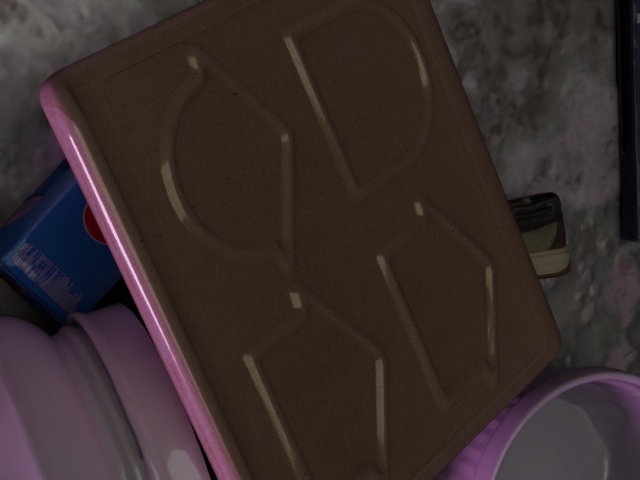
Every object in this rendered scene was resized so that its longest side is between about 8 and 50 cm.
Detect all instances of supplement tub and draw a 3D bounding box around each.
[{"bbox_3d":[-0.228,0.175,0.762,0.316,0.228,0.228,-19,102,-18],"label":"supplement tub"}]

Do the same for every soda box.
[{"bbox_3d":[-0.124,-0.043,0.898,0.210,0.071,0.067,-49,112,-15],"label":"soda box"}]

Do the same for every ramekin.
[{"bbox_3d":[0.181,0.194,1.045,0.207,0.109,0.207,-2,94,-27],"label":"ramekin"}]

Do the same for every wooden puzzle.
[{"bbox_3d":[0.000,0.000,0.832,0.348,0.080,0.322,-38,110,-46],"label":"wooden puzzle"}]

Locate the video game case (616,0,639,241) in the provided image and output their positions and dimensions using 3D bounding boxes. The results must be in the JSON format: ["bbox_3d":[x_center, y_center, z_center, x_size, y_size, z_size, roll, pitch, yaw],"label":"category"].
[{"bbox_3d":[0.333,-0.143,1.143,0.196,0.026,0.274,-5,95,-26],"label":"video game case"}]

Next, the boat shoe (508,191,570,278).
[{"bbox_3d":[0.090,-0.004,1.008,0.223,0.080,0.073,-2,89,-31],"label":"boat shoe"}]

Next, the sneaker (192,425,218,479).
[{"bbox_3d":[-0.046,0.145,0.935,0.106,0.101,0.267,-14,100,-22],"label":"sneaker"}]
